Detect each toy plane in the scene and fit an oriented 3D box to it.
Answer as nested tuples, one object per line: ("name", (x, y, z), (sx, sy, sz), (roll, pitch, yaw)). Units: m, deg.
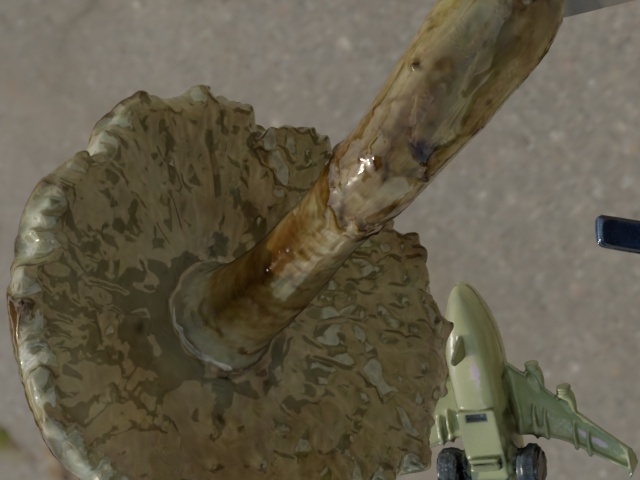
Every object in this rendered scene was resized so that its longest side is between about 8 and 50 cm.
("toy plane", (0.140, 0.151, 1.658), (0.229, 0.092, 0.244), (-6, 117, 23))

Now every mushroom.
("mushroom", (-0.031, -0.009, 0.911), (0.208, 0.233, 0.302), (24, 139, 15))

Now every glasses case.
("glasses case", (0.314, -0.004, 2.023), (0.023, 0.083, 0.033), (171, 107, -73))

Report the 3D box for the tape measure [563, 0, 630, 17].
("tape measure", (0.180, -0.246, 1.069), (0.259, 0.262, 0.138), (84, 173, -71))
